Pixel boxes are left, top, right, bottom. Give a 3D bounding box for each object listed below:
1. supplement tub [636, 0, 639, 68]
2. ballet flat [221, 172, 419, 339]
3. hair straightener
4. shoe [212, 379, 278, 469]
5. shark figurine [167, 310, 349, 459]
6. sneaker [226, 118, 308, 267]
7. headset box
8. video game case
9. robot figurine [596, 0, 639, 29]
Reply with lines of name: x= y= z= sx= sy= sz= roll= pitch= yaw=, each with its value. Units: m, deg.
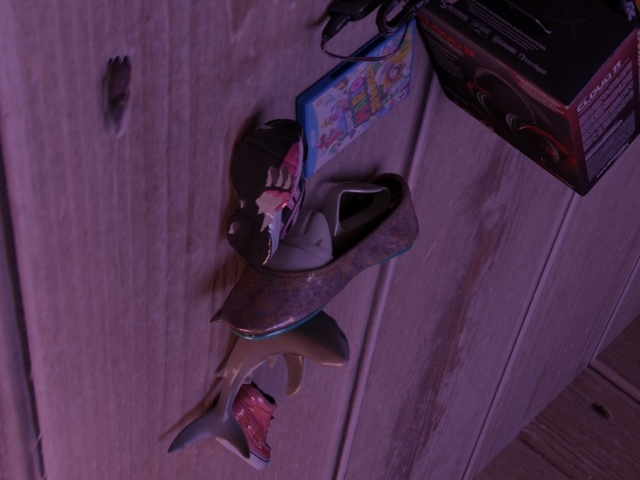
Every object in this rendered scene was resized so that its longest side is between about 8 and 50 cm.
supplement tub: x=0.412 y=-0.294 z=1.485 sx=0.144 sy=0.199 sz=0.144 roll=-40 pitch=154 yaw=-25
ballet flat: x=0.000 y=0.000 z=1.308 sx=0.316 sy=0.107 sz=0.106 roll=-33 pitch=131 yaw=-48
hair straightener: x=0.088 y=-0.247 z=1.098 sx=0.230 sy=0.089 sz=0.047 roll=-46 pitch=158 yaw=-12
shoe: x=-0.083 y=0.234 z=1.506 sx=0.081 sy=0.063 sz=0.178 roll=-45 pitch=152 yaw=-4
shark figurine: x=-0.086 y=0.127 z=1.348 sx=0.116 sy=0.166 sz=0.278 roll=14 pitch=139 yaw=-35
sneaker: x=-0.046 y=-0.059 z=1.172 sx=0.077 sy=0.072 sz=0.178 roll=-48 pitch=167 yaw=-41
headset box: x=0.221 y=-0.192 z=1.258 sx=0.110 sy=0.218 sz=0.293 roll=-49 pitch=158 yaw=-3
video game case: x=0.038 y=-0.151 z=1.239 sx=0.166 sy=0.015 sz=0.119 roll=-40 pitch=154 yaw=-24
robot figurine: x=0.255 y=-0.322 z=1.156 sx=0.085 sy=0.211 sz=0.291 roll=-33 pitch=150 yaw=16
